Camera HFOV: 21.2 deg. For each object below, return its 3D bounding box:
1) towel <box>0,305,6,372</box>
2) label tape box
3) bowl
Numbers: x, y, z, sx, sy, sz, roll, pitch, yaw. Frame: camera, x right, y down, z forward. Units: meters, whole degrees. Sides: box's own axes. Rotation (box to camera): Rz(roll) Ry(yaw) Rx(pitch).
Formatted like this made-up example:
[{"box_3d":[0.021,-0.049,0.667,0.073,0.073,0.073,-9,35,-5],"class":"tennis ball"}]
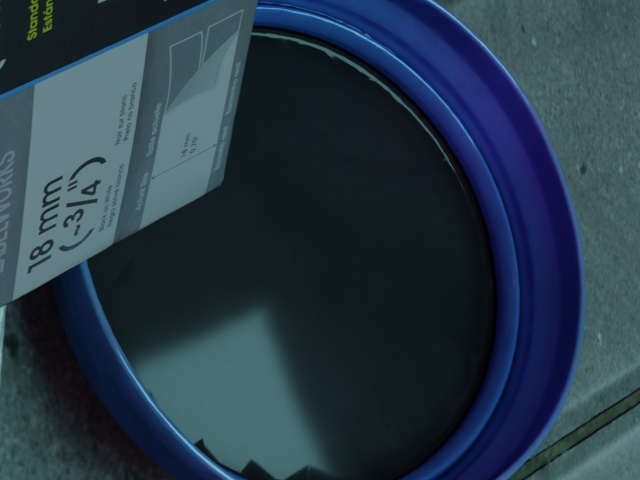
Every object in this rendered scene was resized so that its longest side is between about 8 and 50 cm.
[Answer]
[{"box_3d":[-0.236,0.039,0.963,0.152,0.023,0.113,16,74,-51],"class":"towel"},{"box_3d":[-0.182,-0.071,0.827,0.334,0.106,0.240,-31,150,-37],"class":"label tape box"},{"box_3d":[0.000,0.000,1.124,0.391,0.077,0.391,11,68,-29],"class":"bowl"}]
